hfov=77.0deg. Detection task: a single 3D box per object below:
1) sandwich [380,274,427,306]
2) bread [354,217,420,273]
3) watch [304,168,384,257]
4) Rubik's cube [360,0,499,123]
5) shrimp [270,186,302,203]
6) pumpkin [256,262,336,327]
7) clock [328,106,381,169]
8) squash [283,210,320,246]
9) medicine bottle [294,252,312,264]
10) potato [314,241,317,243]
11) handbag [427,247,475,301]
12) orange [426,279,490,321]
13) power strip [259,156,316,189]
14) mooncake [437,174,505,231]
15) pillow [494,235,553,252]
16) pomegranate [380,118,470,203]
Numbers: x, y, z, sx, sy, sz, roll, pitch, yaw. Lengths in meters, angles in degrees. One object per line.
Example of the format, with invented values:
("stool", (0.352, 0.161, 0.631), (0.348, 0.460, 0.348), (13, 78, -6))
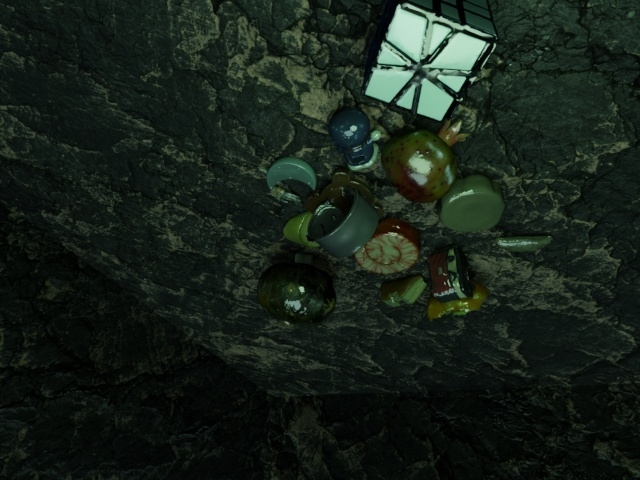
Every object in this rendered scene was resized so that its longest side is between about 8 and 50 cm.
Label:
("sandwich", (0.460, 0.279, 2.211), (0.236, 0.128, 0.122), (-22, 136, 35))
("bread", (0.330, 0.035, 1.975), (0.295, 0.114, 0.328), (39, 132, -26))
("watch", (0.082, -0.082, 1.748), (0.335, 0.326, 0.314), (-25, 126, 37))
("Rubik's cube", (0.304, -0.563, 1.174), (0.294, 0.283, 0.288), (17, 139, -9))
("shrimp", (-0.162, -0.208, 1.906), (0.161, 0.034, 0.091), (22, 151, 0))
("pumpkin", (-0.131, 0.303, 2.211), (0.455, 0.343, 0.454), (9, 161, 3))
("clock", (0.130, -0.392, 1.530), (0.200, 0.146, 0.243), (-4, 144, 27))
("squash", (-0.085, -0.061, 2.058), (0.204, 0.155, 0.236), (-34, 129, -4))
("medicine bottle", (-0.092, 0.102, 2.212), (0.091, 0.058, 0.058), (6, 139, 9))
("potato", (0.000, 0.001, 2.023), (0.093, 0.036, 0.037), (-18, 126, -18))
("handbag", (0.628, 0.163, 1.936), (0.182, 0.254, 0.181), (-20, 144, 31))
("orange", (0.698, 0.305, 2.081), (0.335, 0.263, 0.196), (-17, 99, 41))
("power strip", (-0.146, -0.293, 1.783), (0.254, 0.054, 0.167), (3, 136, 12))
("mooncake", (0.620, -0.153, 1.668), (0.275, 0.135, 0.274), (5, 139, 5))
("pillow", (0.926, 0.020, 1.839), (0.241, 0.051, 0.093), (-4, 136, 16))
("pomegranate", (0.379, -0.311, 1.506), (0.291, 0.323, 0.291), (25, 170, 5))
